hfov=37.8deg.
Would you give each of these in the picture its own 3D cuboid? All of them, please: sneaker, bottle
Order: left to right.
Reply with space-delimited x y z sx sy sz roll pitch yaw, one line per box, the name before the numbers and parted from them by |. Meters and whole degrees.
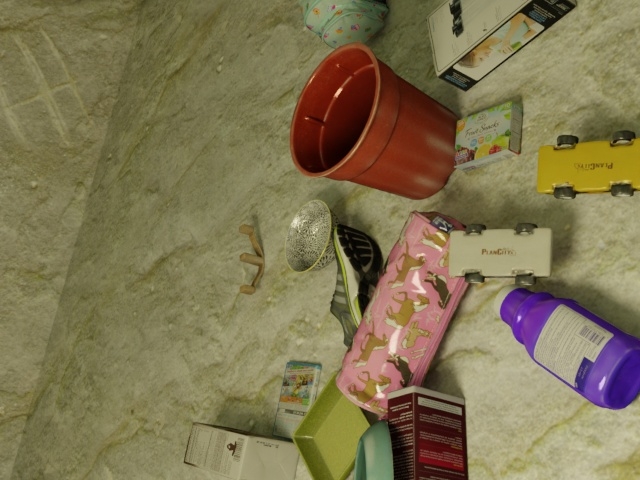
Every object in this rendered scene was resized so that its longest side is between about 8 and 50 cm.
sneaker | 0.062 0.093 1.933 0.121 0.111 0.300 -47 38 37
bottle | 0.381 0.152 1.461 0.283 0.092 0.118 36 103 55

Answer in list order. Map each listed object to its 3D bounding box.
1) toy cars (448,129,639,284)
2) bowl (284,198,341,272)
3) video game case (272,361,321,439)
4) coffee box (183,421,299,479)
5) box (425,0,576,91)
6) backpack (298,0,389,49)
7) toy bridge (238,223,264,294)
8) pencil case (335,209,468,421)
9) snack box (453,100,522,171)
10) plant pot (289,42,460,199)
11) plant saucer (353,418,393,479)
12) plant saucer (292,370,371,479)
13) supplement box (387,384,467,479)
toy cars | 0.382 -0.044 1.537 0.394 0.087 0.176 -46 58 22
bowl | 0.000 0.000 2.086 0.170 0.080 0.170 -28 53 45
video game case | -0.053 0.352 2.043 0.119 0.015 0.166 -5 70 54
coffee box | -0.175 0.468 2.048 0.246 0.141 0.098 -4 71 55
box | 0.342 -0.444 1.818 0.290 0.087 0.169 -37 47 39
backpack | 0.048 -0.537 2.188 0.166 0.188 0.144 -36 47 39
toy bridge | -0.170 0.047 2.316 0.026 0.063 0.188 -32 51 43
pencil case | 0.166 0.137 1.720 0.167 0.160 0.386 -101 35 -80
snack box | 0.317 -0.196 1.774 0.141 0.037 0.100 -16 60 51
plant pot | 0.123 -0.213 1.853 0.272 0.265 0.273 -28 52 44
plant saucer | 0.086 0.469 1.612 0.317 0.043 0.318 -178 90 -87
plant saucer | 0.035 0.391 1.873 0.188 0.045 0.188 -58 36 18
supplement box | 0.183 0.381 1.594 0.073 0.130 0.240 -27 52 45
